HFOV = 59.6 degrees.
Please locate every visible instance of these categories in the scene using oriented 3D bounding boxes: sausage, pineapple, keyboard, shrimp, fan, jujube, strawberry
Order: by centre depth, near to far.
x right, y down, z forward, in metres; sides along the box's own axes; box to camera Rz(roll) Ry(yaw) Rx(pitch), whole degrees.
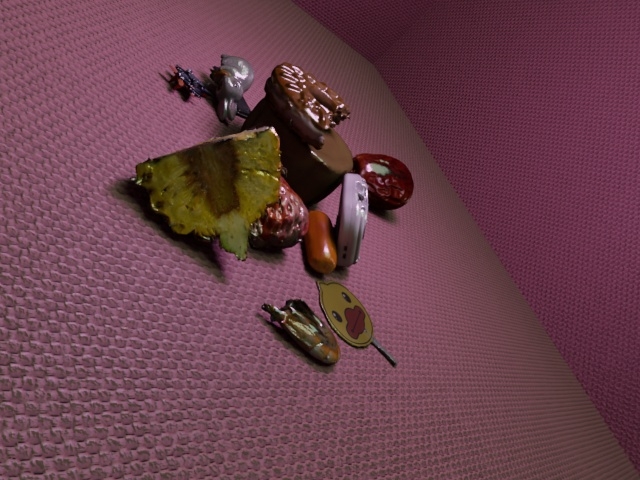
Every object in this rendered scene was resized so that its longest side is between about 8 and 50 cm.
[{"bbox_3d":[-0.241,-0.097,1.326,0.209,0.344,0.286,-148,-138,-71],"label":"pineapple"},{"bbox_3d":[-0.035,0.200,1.359,0.254,0.059,0.145,42,23,-16],"label":"shrimp"},{"bbox_3d":[-0.155,-0.133,1.519,0.265,0.149,0.336,10,45,-51],"label":"strawberry"},{"bbox_3d":[0.103,0.236,1.587,0.335,0.011,0.229,46,25,-4],"label":"fan"},{"bbox_3d":[0.000,0.000,1.655,0.098,0.098,0.238,33,31,-32],"label":"sausage"},{"bbox_3d":[-0.305,-0.516,1.947,0.093,0.025,0.230,7,48,-53],"label":"keyboard"},{"bbox_3d":[0.237,-0.243,2.264,0.318,0.223,0.223,13,43,-41],"label":"jujube"}]

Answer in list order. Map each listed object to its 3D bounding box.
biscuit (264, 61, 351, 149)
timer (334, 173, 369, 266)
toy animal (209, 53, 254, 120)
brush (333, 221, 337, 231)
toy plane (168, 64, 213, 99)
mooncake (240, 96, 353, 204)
[{"bbox_3d":[-0.047,-0.419,1.699,0.268,0.115,0.366,41,24,-4],"label":"biscuit"},{"bbox_3d":[0.094,-0.061,1.722,0.087,0.237,0.262,7,45,-2],"label":"timer"},{"bbox_3d":[-0.287,-0.496,1.811,0.125,0.127,0.251,55,25,-46],"label":"toy animal"},{"bbox_3d":[0.061,-0.037,1.890,0.193,0.016,0.063,3,51,-58],"label":"brush"},{"bbox_3d":[-0.385,-0.478,1.721,0.189,0.061,0.130,2,51,-58],"label":"toy plane"},{"bbox_3d":[-0.083,-0.292,1.816,0.378,0.201,0.378,35,26,-20],"label":"mooncake"}]
